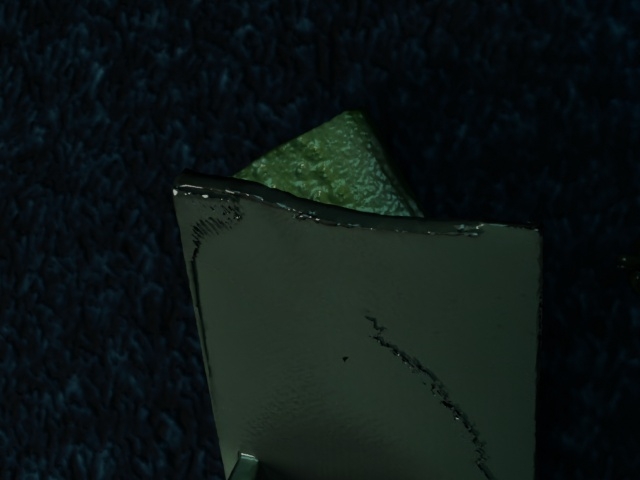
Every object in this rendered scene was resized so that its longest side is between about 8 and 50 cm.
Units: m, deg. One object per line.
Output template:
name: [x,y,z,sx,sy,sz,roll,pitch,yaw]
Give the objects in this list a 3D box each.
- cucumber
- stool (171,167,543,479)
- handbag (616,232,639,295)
cucumber: [0.000,0.000,0.668,0.116,0.062,0.115,-30,75,2]
stool: [-0.013,0.154,0.492,0.170,0.269,0.243,8,41,17]
handbag: [0.206,0.001,0.614,0.111,0.047,0.072,-20,74,10]
